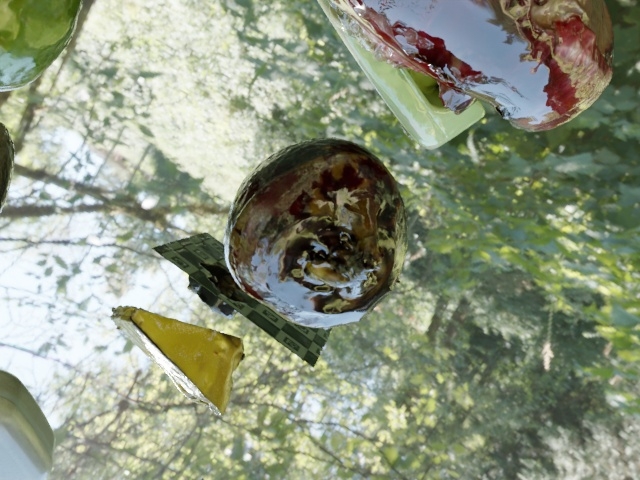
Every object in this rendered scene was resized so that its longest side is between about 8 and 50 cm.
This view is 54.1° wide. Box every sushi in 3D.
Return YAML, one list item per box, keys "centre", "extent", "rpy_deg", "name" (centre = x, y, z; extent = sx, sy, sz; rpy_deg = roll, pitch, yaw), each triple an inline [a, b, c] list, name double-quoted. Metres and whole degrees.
- centre: [-0.150, 0.125, 1.251]
  extent: [0.359, 0.064, 0.343]
  rpy_deg: [35, -172, 2]
  name: "sushi"

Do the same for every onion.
- centre: [0.103, -0.204, 0.431]
  extent: [0.272, 0.195, 0.272]
  rpy_deg: [27, -155, -14]
  name: "onion"

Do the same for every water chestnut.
- centre: [0.000, 0.000, 0.714]
  extent: [0.224, 0.223, 0.238]
  rpy_deg: [22, -165, -36]
  name: "water chestnut"

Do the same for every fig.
- centre: [-0.398, -0.298, 0.810]
  extent: [0.167, 0.234, 0.167]
  rpy_deg: [58, -169, -19]
  name: "fig"

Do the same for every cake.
- centre: [-0.185, 0.153, 0.782]
  extent: [0.080, 0.116, 0.185]
  rpy_deg: [-7, 160, 40]
  name: "cake"

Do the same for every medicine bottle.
- centre: [-0.647, 0.335, 1.018]
  extent: [0.375, 0.282, 0.123]
  rpy_deg: [-11, -142, -5]
  name: "medicine bottle"

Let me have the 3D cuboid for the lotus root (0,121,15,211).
- centre: [-0.448, -0.068, 0.757]
  extent: [0.167, 0.078, 0.329]
  rpy_deg: [32, -144, -44]
  name: "lotus root"

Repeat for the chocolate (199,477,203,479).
- centre: [-0.187, 0.581, 1.186]
  extent: [0.065, 0.329, 0.102]
  rpy_deg: [-19, -144, -17]
  name: "chocolate"

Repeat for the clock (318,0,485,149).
- centre: [0.069, -0.265, 0.739]
  extent: [0.308, 0.096, 0.235]
  rpy_deg: [50, -162, -24]
  name: "clock"
